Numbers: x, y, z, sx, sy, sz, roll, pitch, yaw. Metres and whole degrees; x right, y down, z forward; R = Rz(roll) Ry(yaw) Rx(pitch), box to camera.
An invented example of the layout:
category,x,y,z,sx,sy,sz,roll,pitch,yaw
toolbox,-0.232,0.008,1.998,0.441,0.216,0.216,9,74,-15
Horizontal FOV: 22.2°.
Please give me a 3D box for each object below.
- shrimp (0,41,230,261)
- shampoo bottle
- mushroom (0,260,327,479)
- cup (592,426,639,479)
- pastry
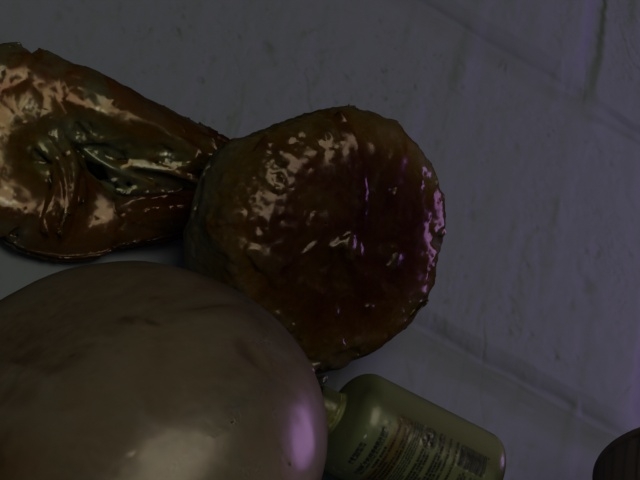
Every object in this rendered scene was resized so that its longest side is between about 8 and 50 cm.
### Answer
category,x,y,z,sx,sy,sz,roll,pitch,yaw
shrimp,-0.147,-0.049,1.176,0.294,0.062,0.154,14,68,-22
shampoo bottle,0.048,0.143,1.161,0.162,0.079,0.079,28,51,-14
mushroom,-0.112,0.173,0.954,0.290,0.293,0.292,59,43,-28
cup,0.285,0.305,1.158,0.208,0.288,0.273,5,53,13
pastry,0.000,0.000,1.171,0.192,0.093,0.182,-22,103,-28
